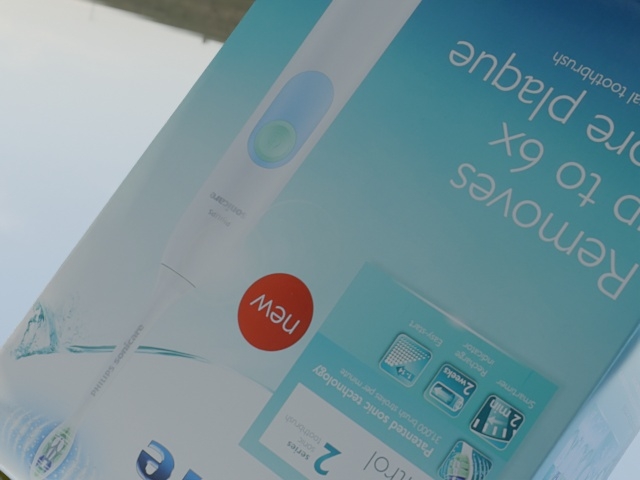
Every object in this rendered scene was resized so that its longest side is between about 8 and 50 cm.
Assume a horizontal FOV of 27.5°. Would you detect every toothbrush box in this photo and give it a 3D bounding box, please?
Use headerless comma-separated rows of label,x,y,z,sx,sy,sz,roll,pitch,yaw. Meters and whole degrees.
toothbrush box,0.028,0.026,0.548,0.216,0.295,0.126,34,176,26

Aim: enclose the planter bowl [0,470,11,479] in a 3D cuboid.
planter bowl,-0.242,0.199,0.772,0.090,0.217,0.217,-5,178,37
